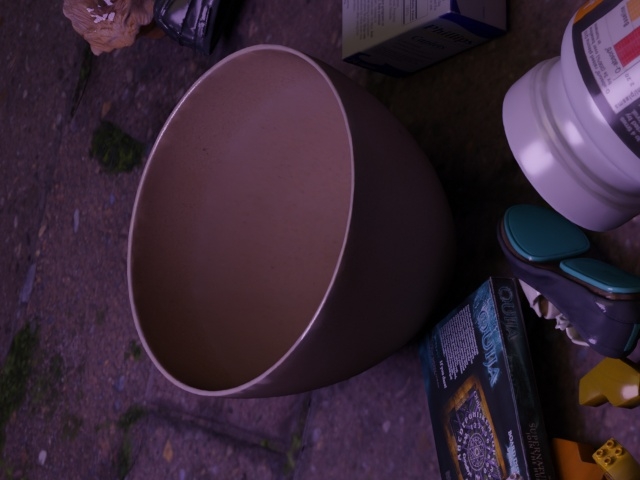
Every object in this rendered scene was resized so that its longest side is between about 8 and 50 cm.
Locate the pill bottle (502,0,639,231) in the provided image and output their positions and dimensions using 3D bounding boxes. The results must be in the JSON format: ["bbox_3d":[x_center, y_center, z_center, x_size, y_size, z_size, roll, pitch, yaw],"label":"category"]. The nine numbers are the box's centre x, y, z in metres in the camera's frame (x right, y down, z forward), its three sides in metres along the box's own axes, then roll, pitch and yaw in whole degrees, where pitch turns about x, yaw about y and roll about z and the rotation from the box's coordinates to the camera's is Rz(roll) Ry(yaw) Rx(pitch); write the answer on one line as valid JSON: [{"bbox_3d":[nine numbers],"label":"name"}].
[{"bbox_3d":[0.267,-0.130,1.282,0.278,0.162,0.162,-37,52,36],"label":"pill bottle"}]

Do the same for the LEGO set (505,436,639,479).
[{"bbox_3d":[0.205,0.193,1.233,0.087,0.093,0.227,-41,39,-7],"label":"LEGO set"}]

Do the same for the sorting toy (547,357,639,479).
[{"bbox_3d":[0.284,0.156,1.273,0.307,0.041,0.229,31,105,52],"label":"sorting toy"}]

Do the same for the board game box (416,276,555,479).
[{"bbox_3d":[0.128,0.138,1.443,0.126,0.026,0.186,-46,46,52],"label":"board game box"}]

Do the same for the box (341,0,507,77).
[{"bbox_3d":[0.087,-0.221,1.591,0.137,0.072,0.126,-19,64,46],"label":"box"}]

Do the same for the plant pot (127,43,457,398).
[{"bbox_3d":[0.000,0.000,1.531,0.284,0.191,0.284,-17,66,45],"label":"plant pot"}]

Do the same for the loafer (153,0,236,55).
[{"bbox_3d":[-0.077,-0.284,1.815,0.078,0.076,0.223,36,102,11],"label":"loafer"}]

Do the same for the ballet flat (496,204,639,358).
[{"bbox_3d":[0.184,0.035,1.391,0.074,0.074,0.203,-66,26,11],"label":"ballet flat"}]

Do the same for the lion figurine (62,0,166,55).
[{"bbox_3d":[-0.142,-0.382,1.844,0.392,0.142,0.240,-53,29,35],"label":"lion figurine"}]
